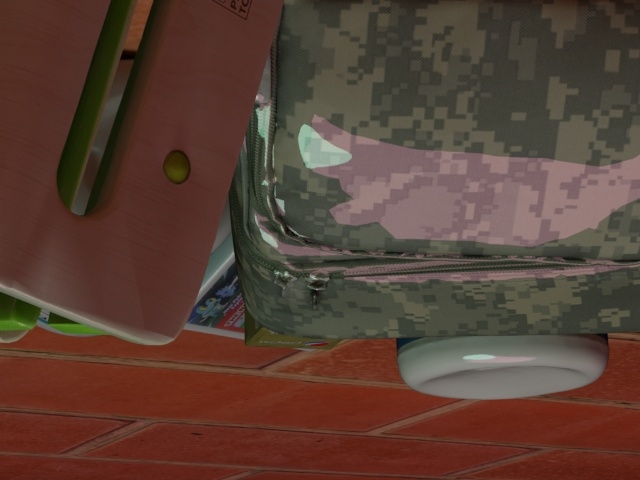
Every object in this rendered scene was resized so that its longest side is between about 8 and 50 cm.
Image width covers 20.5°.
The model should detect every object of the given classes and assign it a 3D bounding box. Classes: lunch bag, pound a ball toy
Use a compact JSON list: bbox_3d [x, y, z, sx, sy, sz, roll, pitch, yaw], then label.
[{"bbox_3d":[0.087,-0.085,0.934,0.305,0.212,0.256,0,151,-3],"label":"lunch bag"},{"bbox_3d":[-0.070,-0.129,0.636,0.136,0.319,0.208,25,163,-34],"label":"pound a ball toy"}]

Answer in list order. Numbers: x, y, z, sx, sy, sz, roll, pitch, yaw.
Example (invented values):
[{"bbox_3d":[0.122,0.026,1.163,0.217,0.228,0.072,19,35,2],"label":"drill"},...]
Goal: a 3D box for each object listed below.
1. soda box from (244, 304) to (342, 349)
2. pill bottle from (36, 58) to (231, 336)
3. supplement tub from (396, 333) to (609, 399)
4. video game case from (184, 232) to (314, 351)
[{"bbox_3d":[-0.015,-0.023,1.158,0.061,0.181,0.058,3,164,-13],"label":"soda box"},{"bbox_3d":[-0.154,-0.017,1.234,0.146,0.146,0.264,5,164,-20],"label":"pill bottle"},{"bbox_3d":[0.121,0.001,1.218,0.144,0.199,0.144,-2,165,0],"label":"supplement tub"},{"bbox_3d":[0.000,0.000,1.319,0.201,0.023,0.183,-47,148,19],"label":"video game case"}]
